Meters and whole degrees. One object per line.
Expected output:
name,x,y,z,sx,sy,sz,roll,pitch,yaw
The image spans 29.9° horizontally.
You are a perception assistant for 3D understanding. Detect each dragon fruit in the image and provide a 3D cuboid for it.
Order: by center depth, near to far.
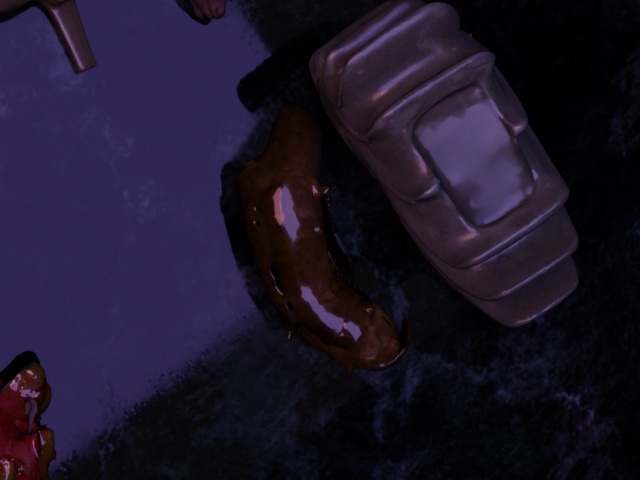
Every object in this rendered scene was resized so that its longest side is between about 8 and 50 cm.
dragon fruit,-0.333,0.220,1.218,0.150,0.133,0.207,43,63,-42

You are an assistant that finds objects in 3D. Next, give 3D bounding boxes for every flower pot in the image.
flower pot,0.141,-0.077,1.269,0.164,0.254,0.367,-35,103,-6

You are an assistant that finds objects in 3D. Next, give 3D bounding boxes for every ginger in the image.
ginger,-0.011,0.009,1.310,0.133,0.107,0.309,-25,98,0

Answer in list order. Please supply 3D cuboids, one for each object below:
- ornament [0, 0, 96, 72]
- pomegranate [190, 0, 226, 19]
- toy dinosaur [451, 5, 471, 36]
ornament,-0.306,-0.274,1.206,0.230,0.061,0.245,-27,105,-31
pomegranate,-0.112,-0.314,1.242,0.138,0.125,0.163,-15,100,-29
toy dinosaur,0.145,-0.213,1.383,0.041,0.026,0.113,9,104,-19
